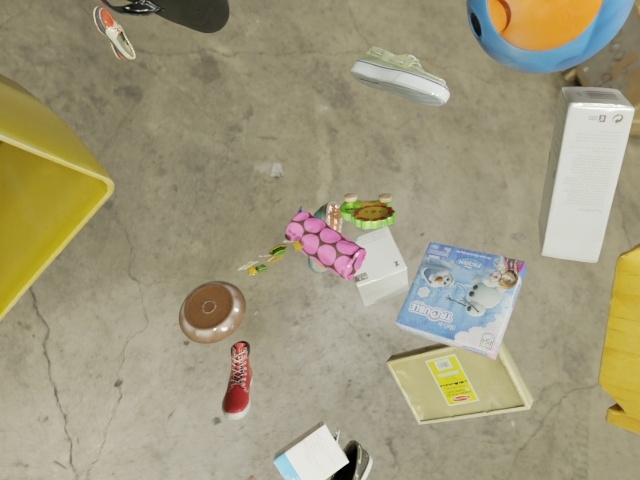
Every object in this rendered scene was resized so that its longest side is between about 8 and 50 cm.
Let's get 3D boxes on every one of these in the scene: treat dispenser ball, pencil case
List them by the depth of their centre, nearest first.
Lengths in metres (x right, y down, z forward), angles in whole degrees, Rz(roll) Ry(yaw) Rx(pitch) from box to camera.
[{"bbox_3d":[0.416,-0.456,0.970,0.288,0.288,0.288,10,64,-21],"label":"treat dispenser ball"},{"bbox_3d":[0.015,0.008,1.269,0.209,0.095,0.098,36,51,26],"label":"pencil case"}]

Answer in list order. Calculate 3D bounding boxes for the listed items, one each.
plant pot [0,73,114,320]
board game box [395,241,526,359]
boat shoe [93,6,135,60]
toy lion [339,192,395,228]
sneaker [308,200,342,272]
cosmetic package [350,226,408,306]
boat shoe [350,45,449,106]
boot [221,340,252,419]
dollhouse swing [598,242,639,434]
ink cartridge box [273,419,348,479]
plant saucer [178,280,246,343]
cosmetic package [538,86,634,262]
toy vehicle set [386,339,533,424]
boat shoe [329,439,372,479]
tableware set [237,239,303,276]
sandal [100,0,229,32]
[{"bbox_3d":[-0.357,-0.072,0.472,0.212,0.212,0.187,26,24,-54],"label":"plant pot"},{"bbox_3d":[0.126,0.050,0.476,0.090,0.090,0.020,-63,145,-21],"label":"board game box"},{"bbox_3d":[-0.495,-0.498,1.278,0.043,0.137,0.049,14,55,28],"label":"boat shoe"},{"bbox_3d":[0.078,-0.046,0.891,0.100,0.034,0.096,3,29,20],"label":"toy lion"},{"bbox_3d":[0.000,0.000,1.905,0.108,0.121,0.302,35,50,-25],"label":"sneaker"},{"bbox_3d":[0.164,0.080,1.578,0.151,0.183,0.151,-21,63,0],"label":"cosmetic package"},{"bbox_3d":[0.196,-0.412,1.299,0.109,0.302,0.094,24,97,-52],"label":"boat shoe"},{"bbox_3d":[-0.259,0.421,1.645,0.089,0.244,0.176,1,110,-1],"label":"boot"},{"bbox_3d":[0.635,0.101,0.794,0.305,0.315,0.346,-30,123,-46],"label":"dollhouse swing"},{"bbox_3d":[-0.012,0.440,1.086,0.143,0.092,0.089,-32,81,-8],"label":"ink cartridge box"},{"bbox_3d":[-0.311,0.193,1.500,0.199,0.036,0.198,-4,56,6],"label":"plant saucer"},{"bbox_3d":[0.377,-0.096,0.772,0.086,0.231,0.117,8,28,16],"label":"cosmetic package"},{"bbox_3d":[0.288,0.297,1.131,0.035,0.267,0.165,-32,96,-52],"label":"toy vehicle set"},{"bbox_3d":[0.051,0.581,1.247,0.068,0.081,0.227,57,39,-21],"label":"boat shoe"},{"bbox_3d":[-0.109,0.044,1.228,0.104,0.154,0.024,2,59,-64],"label":"tableware set"},{"bbox_3d":[-0.169,-0.231,0.479,0.179,0.067,0.040,15,62,-25],"label":"sandal"}]
